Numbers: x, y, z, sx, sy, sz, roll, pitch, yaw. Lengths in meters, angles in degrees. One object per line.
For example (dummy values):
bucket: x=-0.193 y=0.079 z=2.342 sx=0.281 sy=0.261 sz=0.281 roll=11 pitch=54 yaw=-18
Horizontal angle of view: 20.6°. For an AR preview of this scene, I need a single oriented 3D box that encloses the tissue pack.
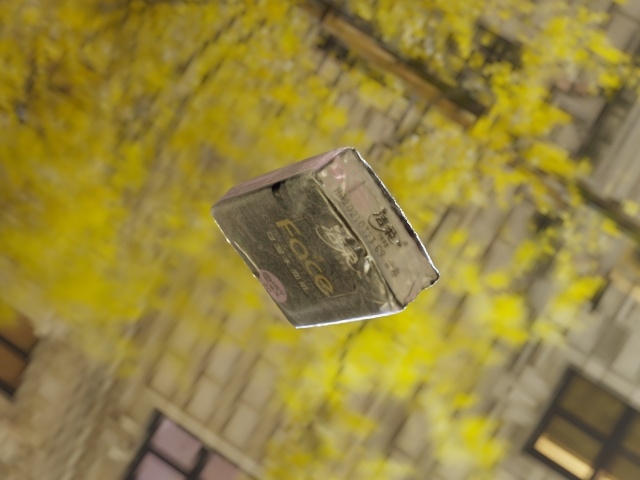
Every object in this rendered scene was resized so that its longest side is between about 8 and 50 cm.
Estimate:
tissue pack: x=0.000 y=0.000 z=1.201 sx=0.051 sy=0.112 sz=0.156 roll=-41 pitch=13 yaw=-28
